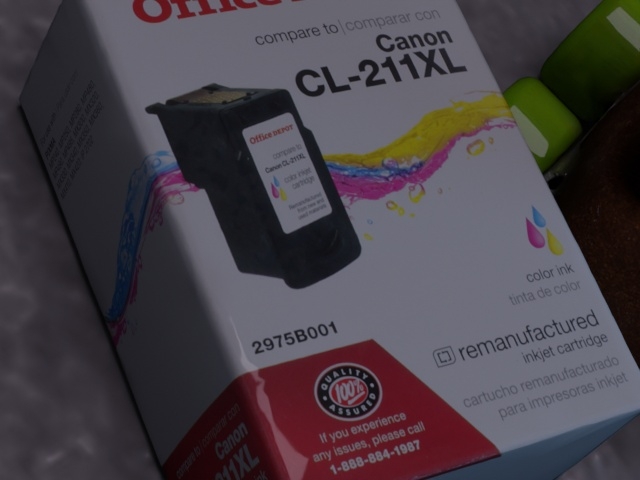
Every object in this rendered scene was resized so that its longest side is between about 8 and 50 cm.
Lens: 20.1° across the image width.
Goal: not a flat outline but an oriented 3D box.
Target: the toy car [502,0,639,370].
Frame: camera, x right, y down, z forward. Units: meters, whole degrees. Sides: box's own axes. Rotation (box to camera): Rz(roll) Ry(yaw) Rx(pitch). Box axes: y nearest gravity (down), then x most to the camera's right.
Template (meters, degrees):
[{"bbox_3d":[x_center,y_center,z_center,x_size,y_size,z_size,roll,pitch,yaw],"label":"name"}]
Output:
[{"bbox_3d":[0.157,-0.038,0.582,0.155,0.188,0.149,45,52,4],"label":"toy car"}]

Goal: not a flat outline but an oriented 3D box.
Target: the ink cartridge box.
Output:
[{"bbox_3d":[0.000,0.000,0.549,0.127,0.072,0.175,-13,68,-29],"label":"ink cartridge box"}]
